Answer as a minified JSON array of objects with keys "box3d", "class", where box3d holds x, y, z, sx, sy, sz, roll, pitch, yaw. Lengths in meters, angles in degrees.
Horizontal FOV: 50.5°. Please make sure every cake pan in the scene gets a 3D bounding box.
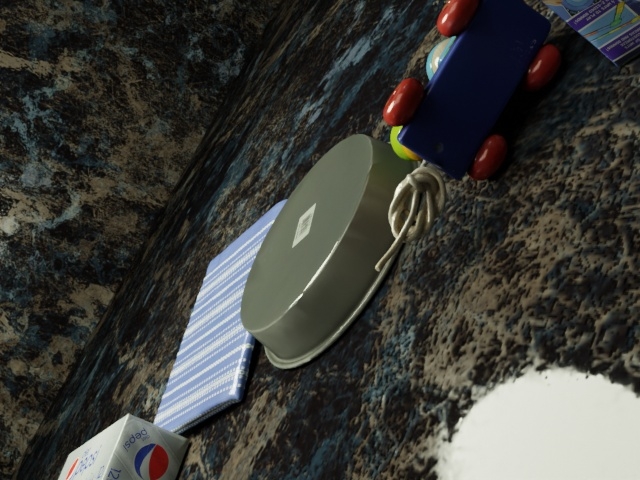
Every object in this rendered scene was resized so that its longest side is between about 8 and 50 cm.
[{"box3d":[0.000,0.000,0.766,0.293,0.054,0.293,-49,21,26],"class":"cake pan"}]

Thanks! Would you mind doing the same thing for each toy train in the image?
[{"box3d":[0.094,-0.091,0.608,0.248,0.105,0.143,-59,8,0],"class":"toy train"}]

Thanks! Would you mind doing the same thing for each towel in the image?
[{"box3d":[-0.133,0.114,0.973,0.243,0.040,0.336,-38,29,42],"class":"towel"}]

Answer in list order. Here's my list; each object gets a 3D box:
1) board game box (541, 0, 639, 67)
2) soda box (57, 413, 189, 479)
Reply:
[{"box3d":[0.216,-0.201,0.396,0.201,0.136,0.035,-31,33,52],"class":"board game box"},{"box3d":[-0.287,0.328,0.932,0.286,0.091,0.098,-38,29,47],"class":"soda box"}]
